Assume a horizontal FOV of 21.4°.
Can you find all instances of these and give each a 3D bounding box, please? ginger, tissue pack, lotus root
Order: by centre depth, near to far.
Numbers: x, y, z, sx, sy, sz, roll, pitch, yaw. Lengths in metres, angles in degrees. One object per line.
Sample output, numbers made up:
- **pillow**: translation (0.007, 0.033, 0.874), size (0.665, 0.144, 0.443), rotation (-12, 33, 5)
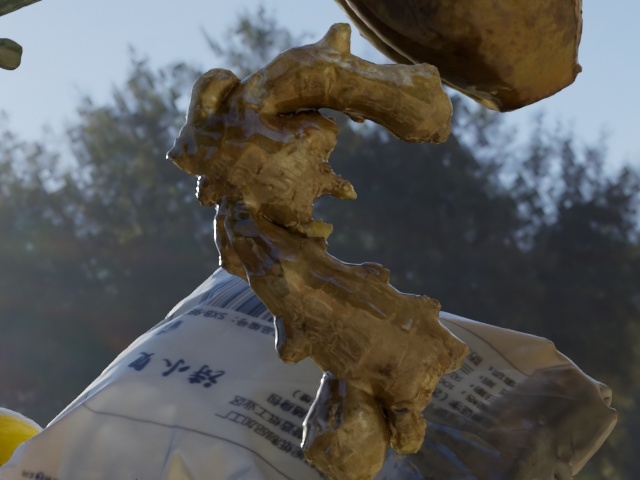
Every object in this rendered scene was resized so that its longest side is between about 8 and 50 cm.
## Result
- **ginger**: translation (0.000, 0.000, 0.800), size (0.193, 0.176, 0.052), rotation (-60, -7, -8)
- **lotus root**: translation (0.078, -0.217, 1.256), size (0.193, 0.291, 0.193), rotation (-42, 11, 10)
- **tissue pack**: translation (-0.008, 0.165, 1.280), size (0.390, 0.376, 0.195), rotation (-38, -49, -48)

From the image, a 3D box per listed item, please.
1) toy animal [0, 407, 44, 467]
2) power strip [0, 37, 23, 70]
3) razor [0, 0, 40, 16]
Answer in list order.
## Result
- **toy animal**: translation (-0.269, 0.295, 1.359), size (0.345, 0.247, 0.277), rotation (-21, -39, -50)
- **power strip**: translation (-0.131, -0.187, 0.672), size (0.061, 0.145, 0.215), rotation (15, -76, -26)
- **razor**: translation (-0.218, -0.126, 0.966), size (0.232, 0.068, 0.106), rotation (-18, -47, 19)
